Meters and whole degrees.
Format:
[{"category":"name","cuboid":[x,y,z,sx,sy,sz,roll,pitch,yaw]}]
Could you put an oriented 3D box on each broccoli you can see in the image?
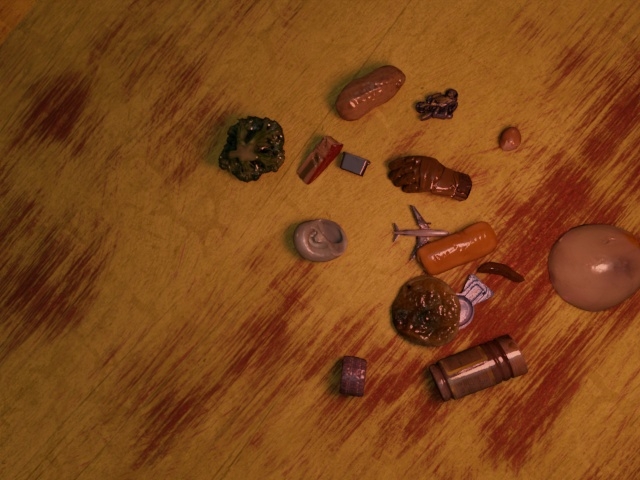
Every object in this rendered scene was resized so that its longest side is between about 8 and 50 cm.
[{"category":"broccoli","cuboid":[-0.274,-0.373,1.650,0.294,0.245,0.265,-38,101,26]}]

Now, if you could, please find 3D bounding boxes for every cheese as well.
[{"category":"cheese","cuboid":[0.554,0.254,1.590,0.135,0.052,0.245,44,91,7]}]

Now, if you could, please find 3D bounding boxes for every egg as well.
[{"category":"egg","cuboid":[0.752,-0.404,1.608,0.080,0.080,0.097,4,72,7]},{"category":"egg","cuboid":[1.025,0.095,1.477,0.336,0.201,0.338,-1,84,8]}]

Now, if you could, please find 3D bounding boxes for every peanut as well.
[{"category":"peanut","cuboid":[0.200,-0.609,1.658,0.313,0.152,0.152,-31,83,4]}]

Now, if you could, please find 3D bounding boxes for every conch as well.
[{"category":"conch","cuboid":[-0.001,-0.001,1.640,0.221,0.121,0.185,23,90,4]}]

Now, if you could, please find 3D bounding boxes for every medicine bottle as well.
[{"category":"medicine bottle","cuboid":[0.582,0.479,1.518,0.322,0.151,0.151,-22,83,4]}]

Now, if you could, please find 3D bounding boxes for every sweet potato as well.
[{"category":"sweet potato","cuboid":[0.712,0.119,1.585,0.182,0.053,0.054,17,48,5]}]

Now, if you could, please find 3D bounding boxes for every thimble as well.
[{"category":"thimble","cuboid":[0.126,0.525,1.572,0.097,0.150,0.150,7,86,6]}]

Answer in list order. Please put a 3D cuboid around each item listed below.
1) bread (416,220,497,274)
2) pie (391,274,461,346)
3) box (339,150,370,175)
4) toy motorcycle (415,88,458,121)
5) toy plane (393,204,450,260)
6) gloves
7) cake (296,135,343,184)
[{"category":"bread","cuboid":[0.532,0.039,1.577,0.305,0.091,0.142,-24,105,5]},{"category":"pie","cuboid":[0.410,0.274,1.566,0.276,0.078,0.277,-2,85,26]},{"category":"box","cuboid":[0.139,-0.313,1.671,0.122,0.084,0.069,22,95,9]},{"category":"toy motorcycle","cuboid":[0.489,-0.542,1.658,0.193,0.061,0.124,-23,76,-4]},{"category":"toy plane","cuboid":[0.399,-0.031,1.627,0.226,0.058,0.226,1,88,3]},{"category":"gloves","cuboid":[0.426,-0.250,1.601,0.330,0.141,0.154,18,89,8]},{"category":"cake","cuboid":[0.006,-0.345,1.709,0.086,0.116,0.220,46,124,11]}]
